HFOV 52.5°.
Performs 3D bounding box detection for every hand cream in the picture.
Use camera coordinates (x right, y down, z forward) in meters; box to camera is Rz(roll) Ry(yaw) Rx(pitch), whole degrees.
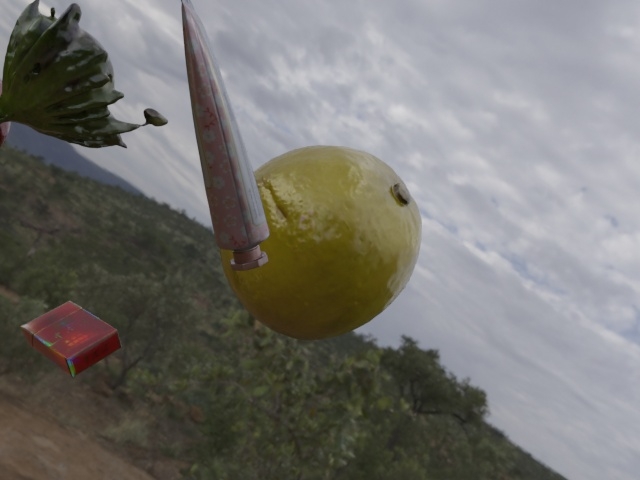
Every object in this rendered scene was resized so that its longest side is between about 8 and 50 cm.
[{"bbox_3d":[-0.078,-0.078,0.494,0.067,0.043,0.209,-99,177,-75],"label":"hand cream"}]

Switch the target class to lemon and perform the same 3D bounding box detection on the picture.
[{"bbox_3d":[0.000,0.000,1.101,0.348,0.348,0.348,35,-8,6],"label":"lemon"}]

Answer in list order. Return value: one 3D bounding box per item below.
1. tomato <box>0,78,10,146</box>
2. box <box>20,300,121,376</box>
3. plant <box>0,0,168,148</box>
[{"bbox_3d":[-0.573,-0.239,1.046,0.189,0.099,0.173,34,-35,-7],"label":"tomato"},{"bbox_3d":[-0.482,0.185,1.256,0.175,0.112,0.048,19,-53,36],"label":"box"},{"bbox_3d":[-0.426,-0.189,0.932,0.180,0.333,0.251,3,-54,47],"label":"plant"}]
